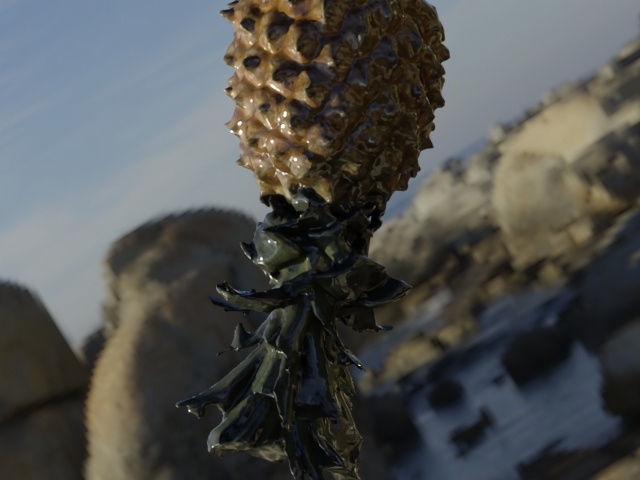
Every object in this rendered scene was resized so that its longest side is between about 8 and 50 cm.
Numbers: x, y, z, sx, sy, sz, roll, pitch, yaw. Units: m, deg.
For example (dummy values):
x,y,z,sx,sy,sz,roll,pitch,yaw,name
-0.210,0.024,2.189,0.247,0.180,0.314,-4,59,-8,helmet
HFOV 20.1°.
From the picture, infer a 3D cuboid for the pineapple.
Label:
x,y,z,sx,sy,sz,roll,pitch,yaw,name
0.000,0.000,0.430,0.058,0.124,0.058,5,-3,0,pineapple
